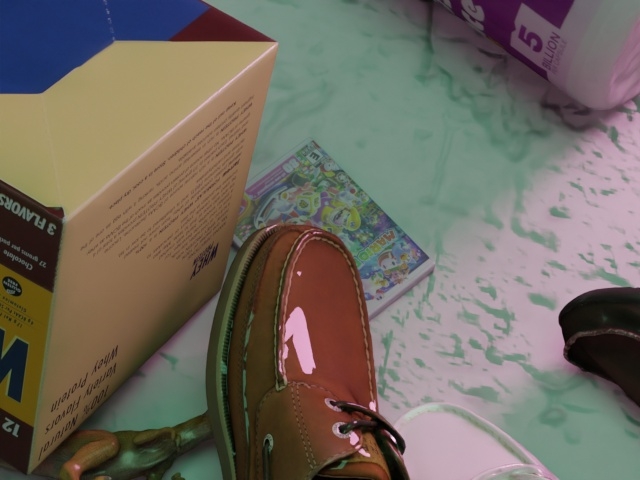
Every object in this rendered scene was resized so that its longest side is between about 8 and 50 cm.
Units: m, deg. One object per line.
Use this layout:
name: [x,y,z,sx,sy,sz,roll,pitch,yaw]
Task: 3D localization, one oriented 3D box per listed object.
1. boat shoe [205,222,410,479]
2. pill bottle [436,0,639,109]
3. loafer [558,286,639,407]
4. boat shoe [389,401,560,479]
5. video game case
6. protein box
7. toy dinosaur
boat shoe: [0.005,0.129,1.015,0.111,0.104,0.307,17,65,-38]
pill bottle: [0.112,-0.231,1.185,0.301,0.169,0.169,39,69,18]
loafer: [0.234,0.099,1.064,0.220,0.080,0.078,25,65,12]
boat shoe: [0.109,0.161,0.976,0.098,0.096,0.277,-28,40,-11]
video game case: [0.000,0.000,1.153,0.087,0.011,0.122,-37,69,-18]
protein box: [-0.148,-0.021,1.027,0.136,0.201,0.200,30,45,15]
toy dinosaur: [-0.143,0.131,1.069,0.212,0.064,0.112,-3,31,3]
